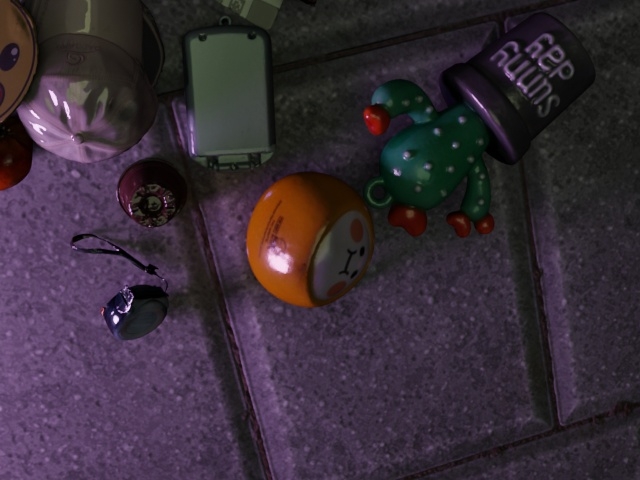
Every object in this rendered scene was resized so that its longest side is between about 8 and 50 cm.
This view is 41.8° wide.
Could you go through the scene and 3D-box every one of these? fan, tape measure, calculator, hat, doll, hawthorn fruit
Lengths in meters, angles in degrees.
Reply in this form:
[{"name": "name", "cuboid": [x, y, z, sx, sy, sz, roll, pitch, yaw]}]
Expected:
[{"name": "fan", "cuboid": [-0.503, -0.214, 1.163, 0.229, 0.011, 0.335, 24, 91, 19]}, {"name": "tape measure", "cuboid": [-0.329, 0.071, 1.353, 0.180, 0.104, 0.107, 46, 119, 12]}, {"name": "calculator", "cuboid": [-0.140, -0.224, 1.303, 0.141, 0.045, 0.246, -6, 107, -11]}, {"name": "hat", "cuboid": [-0.334, -0.247, 1.198, 0.232, 0.161, 0.275, 2, 102, -17]}, {"name": "doll", "cuboid": [0.000, 0.000, 1.340, 0.236, 0.213, 0.213, 10, 107, -55]}, {"name": "hawthorn fruit", "cuboid": [-0.486, -0.125, 1.214, 0.140, 0.125, 0.125, -34, 110, 5]}]

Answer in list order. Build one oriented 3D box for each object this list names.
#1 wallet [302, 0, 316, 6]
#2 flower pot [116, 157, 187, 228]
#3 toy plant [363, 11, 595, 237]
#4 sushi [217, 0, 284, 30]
[{"name": "wallet", "cuboid": [-0.007, -0.470, 1.234, 0.122, 0.031, 0.232, 29, 78, -16]}, {"name": "flower pot", "cuboid": [-0.260, -0.067, 1.298, 0.111, 0.089, 0.111, -3, 106, -11]}, {"name": "toy plant", "cuboid": [0.228, -0.184, 1.319, 0.400, 0.185, 0.279, -40, 132, 1]}, {"name": "sushi", "cuboid": [-0.122, -0.446, 1.241, 0.215, 0.050, 0.192, 26, 98, -18]}]
